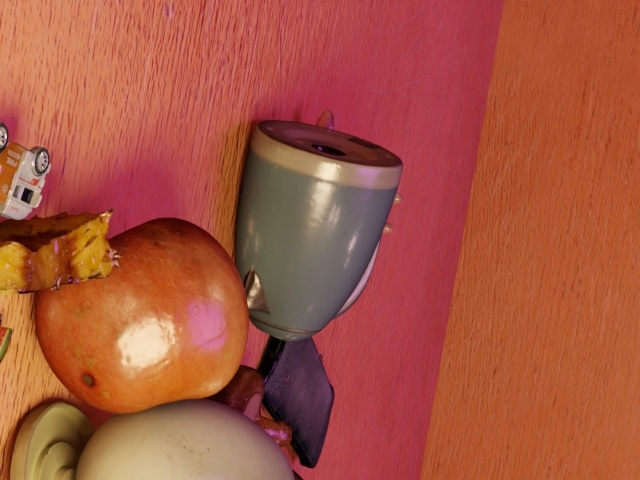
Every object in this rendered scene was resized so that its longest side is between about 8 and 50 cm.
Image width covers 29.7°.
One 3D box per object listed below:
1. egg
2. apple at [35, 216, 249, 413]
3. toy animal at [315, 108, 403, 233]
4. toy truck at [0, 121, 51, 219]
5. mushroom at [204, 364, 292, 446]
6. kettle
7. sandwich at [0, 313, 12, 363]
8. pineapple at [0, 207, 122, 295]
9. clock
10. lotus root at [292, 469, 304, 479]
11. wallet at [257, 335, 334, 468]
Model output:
[{"bbox_3d":[-0.162,0.318,1.547,0.371,0.230,0.229,28,74,-60],"label":"egg"},{"bbox_3d":[-0.211,0.098,1.457,0.253,0.254,0.253,10,90,-70],"label":"apple"},{"bbox_3d":[0.037,-0.103,2.184,0.250,0.154,0.166,47,52,-53],"label":"toy animal"},{"bbox_3d":[-0.356,-0.065,1.233,0.178,0.080,0.115,33,70,-69],"label":"toy truck"},{"bbox_3d":[-0.149,0.315,1.948,0.194,0.138,0.231,-13,102,-54],"label":"mushroom"},{"bbox_3d":[0.000,0.000,1.989,0.320,0.247,0.342,-4,114,-47],"label":"kettle"},{"bbox_3d":[-0.387,0.127,1.321,0.135,0.029,0.067,-36,127,-61],"label":"sandwich"},{"bbox_3d":[-0.333,0.017,1.280,0.233,0.135,0.079,-14,100,-56],"label":"pineapple"},{"bbox_3d":[-0.315,0.318,1.500,0.235,0.029,0.234,-10,90,-77],"label":"clock"},{"bbox_3d":[-0.087,0.473,2.145,0.275,0.152,0.160,61,34,-63],"label":"lotus root"},{"bbox_3d":[-0.040,0.288,2.333,0.379,0.046,0.190,68,36,-55],"label":"wallet"}]
